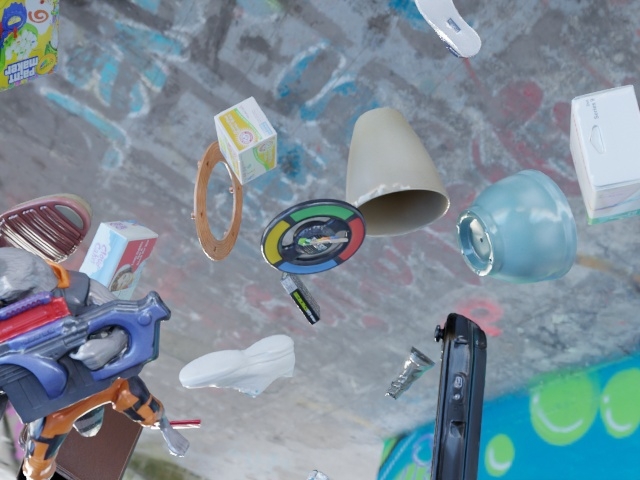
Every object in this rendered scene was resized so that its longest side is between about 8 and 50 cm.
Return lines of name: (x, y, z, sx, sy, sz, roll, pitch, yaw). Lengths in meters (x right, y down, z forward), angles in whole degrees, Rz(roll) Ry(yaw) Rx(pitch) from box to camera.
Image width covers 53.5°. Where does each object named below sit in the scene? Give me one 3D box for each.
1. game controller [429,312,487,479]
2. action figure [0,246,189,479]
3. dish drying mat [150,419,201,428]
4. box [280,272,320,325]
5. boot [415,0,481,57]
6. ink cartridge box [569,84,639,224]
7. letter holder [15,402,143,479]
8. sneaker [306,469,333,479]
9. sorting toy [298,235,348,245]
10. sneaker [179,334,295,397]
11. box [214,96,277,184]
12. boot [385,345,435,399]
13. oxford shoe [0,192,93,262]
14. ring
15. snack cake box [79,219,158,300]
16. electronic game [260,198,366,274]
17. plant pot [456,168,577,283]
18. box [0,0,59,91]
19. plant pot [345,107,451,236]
game controller: (0.150, 0.250, 0.757, 0.067, 0.319, 0.166, 8, 165, 5)
action figure: (-0.325, 0.157, 0.695, 0.341, 0.178, 0.330, -16, 118, -15)
dish drying mat: (-0.247, 0.315, 1.083, 0.083, 0.008, 0.032, 1, 150, -15)
box: (-0.068, 0.189, 2.216, 0.045, 0.184, 0.190, -34, 98, 2)
boot: (0.252, -0.454, 1.315, 0.069, 0.086, 0.190, -39, 101, 3)
ink cartridge box: (0.463, -0.129, 1.022, 0.093, 0.154, 0.212, -12, 163, 20)
letter holder: (-0.503, 0.413, 1.254, 0.214, 0.302, 0.152, 42, 99, -12)
sneaker: (0.038, 0.390, 0.826, 0.191, 0.083, 0.071, 27, 143, 30)
sorting toy: (0.000, 0.000, 1.073, 0.062, 0.012, 0.083, -5, 180, 34)
sneaker: (-0.142, 0.243, 1.135, 0.212, 0.080, 0.094, -12, 109, -20)
box: (-0.175, -0.233, 1.514, 0.114, 0.103, 0.203, 57, 168, 11)
boot: (0.259, 0.408, 1.889, 0.083, 0.161, 0.246, 36, 171, 15)
oxford shoe: (-0.506, -0.030, 1.143, 0.348, 0.130, 0.123, -18, 123, 37)
ring: (-0.288, -0.110, 1.771, 0.032, 0.336, 0.336, 2, 139, 13)
snack cake box: (-0.537, 0.084, 1.627, 0.089, 0.152, 0.264, 30, 101, 13)
electronic game: (-0.013, -0.004, 1.346, 0.229, 0.048, 0.229, -10, 140, -8)
plant pot: (0.469, -0.018, 1.606, 0.196, 0.293, 0.293, -14, 143, -15)
box: (-0.578, -0.396, 1.020, 0.177, 0.290, 0.279, 18, 119, 5)
plant pot: (0.172, -0.185, 1.596, 0.256, 0.274, 0.256, -7, 156, -3)
